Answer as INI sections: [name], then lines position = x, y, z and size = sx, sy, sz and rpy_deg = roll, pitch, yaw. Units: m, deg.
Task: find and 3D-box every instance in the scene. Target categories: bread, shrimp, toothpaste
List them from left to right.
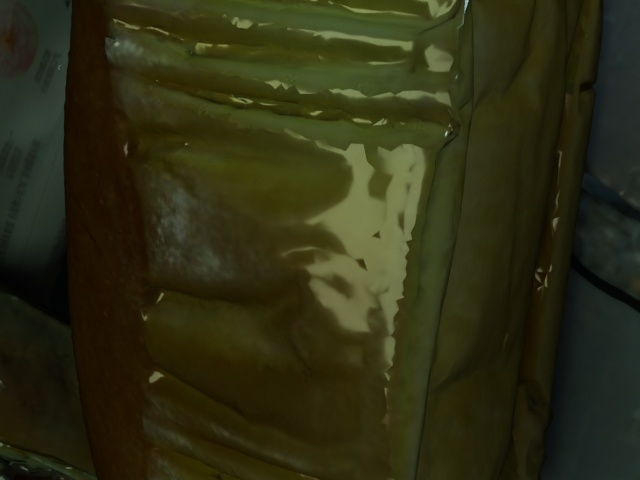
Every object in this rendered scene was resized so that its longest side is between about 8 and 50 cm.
[toothpaste]
position = -0.143, -0.011, 0.709
size = 0.100, 0.066, 0.323
rpy_deg = 36, 127, 19
[shrimp]
position = -0.129, 0.084, 0.701
size = 0.294, 0.062, 0.154
rpy_deg = 24, 132, -5
[bread]
position = 0.000, 0.000, 0.570
size = 0.156, 0.204, 0.288
rpy_deg = 10, 114, 23
